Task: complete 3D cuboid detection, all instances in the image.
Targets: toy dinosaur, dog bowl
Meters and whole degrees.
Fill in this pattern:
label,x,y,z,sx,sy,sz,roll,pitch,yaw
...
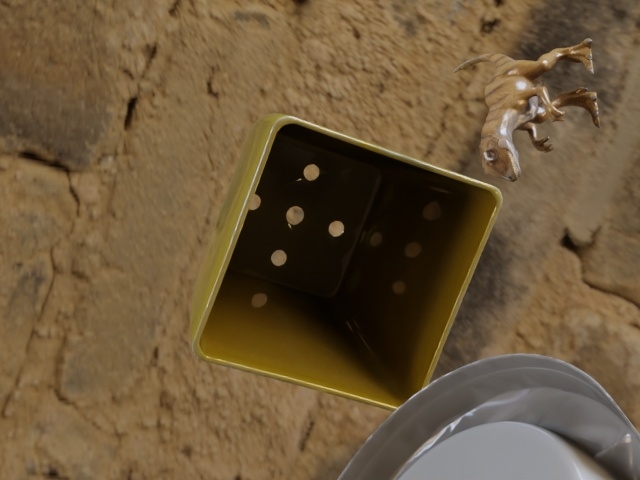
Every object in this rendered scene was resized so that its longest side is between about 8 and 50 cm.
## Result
label,x,y,z,sx,sy,sz,roll,pitch,yaw
toy dinosaur,0.153,-0.121,0.993,0.112,0.211,0.064,-7,-61,10
dog bowl,0.122,0.259,0.946,0.102,0.349,0.349,35,-81,-28

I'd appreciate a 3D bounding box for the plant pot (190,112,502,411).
label,x,y,z,sx,sy,sz,roll,pitch,yaw
plant pot,0.000,0.000,1.153,0.212,0.187,0.212,17,-79,-20
